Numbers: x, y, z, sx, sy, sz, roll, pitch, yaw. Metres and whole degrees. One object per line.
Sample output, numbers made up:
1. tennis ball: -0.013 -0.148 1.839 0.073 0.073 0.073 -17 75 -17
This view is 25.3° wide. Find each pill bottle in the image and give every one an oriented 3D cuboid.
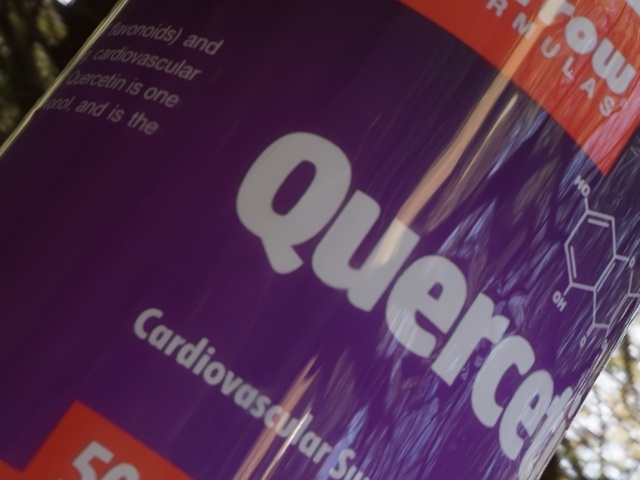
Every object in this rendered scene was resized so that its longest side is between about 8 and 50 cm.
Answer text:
1. pill bottle: 0.000 0.000 0.423 0.323 0.181 0.181 -56 -152 -17
